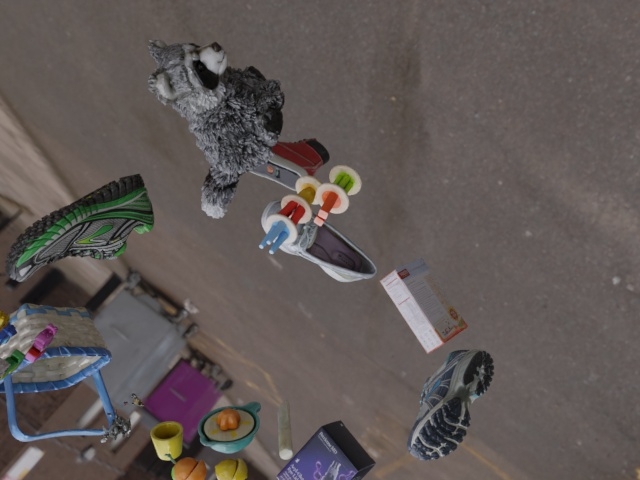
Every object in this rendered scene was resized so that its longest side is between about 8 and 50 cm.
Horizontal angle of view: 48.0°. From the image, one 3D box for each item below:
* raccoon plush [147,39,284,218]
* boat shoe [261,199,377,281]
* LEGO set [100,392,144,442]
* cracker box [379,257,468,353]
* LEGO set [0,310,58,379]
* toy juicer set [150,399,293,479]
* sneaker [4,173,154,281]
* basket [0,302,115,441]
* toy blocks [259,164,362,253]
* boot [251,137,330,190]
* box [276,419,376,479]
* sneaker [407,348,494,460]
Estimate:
[{"bbox_3d":[-0.274,-0.230,1.585,0.299,0.446,0.216,9,-151,-29],"label":"raccoon plush"},{"bbox_3d":[0.000,0.003,1.724,0.320,0.118,0.103,37,158,-29],"label":"boat shoe"},{"bbox_3d":[-0.294,0.270,1.076,0.023,0.083,0.054,10,157,40],"label":"LEGO set"},{"bbox_3d":[0.279,0.170,1.930,0.067,0.155,0.232,-40,77,35],"label":"cracker box"},{"bbox_3d":[-0.522,0.166,1.199,0.087,0.093,0.227,35,-171,-3],"label":"LEGO set"},{"bbox_3d":[-0.182,0.420,1.536,0.209,0.329,0.090,-142,46,-57],"label":"toy juicer set"},{"bbox_3d":[-0.472,-0.009,1.456,0.134,0.343,0.146,-7,113,48],"label":"sneaker"},{"bbox_3d":[-0.581,0.293,1.578,0.254,0.201,0.289,19,-141,-56],"label":"basket"},{"bbox_3d":[-0.018,-0.041,1.040,0.123,0.148,0.054,-13,120,39],"label":"toy blocks"},{"bbox_3d":[-0.105,-0.240,1.888,0.244,0.176,0.088,29,136,10],"label":"boot"},{"bbox_3d":[0.014,0.598,1.874,0.153,0.207,0.108,46,-162,25],"label":"box"},{"bbox_3d":[0.276,0.364,1.608,0.110,0.283,0.122,49,157,-22],"label":"sneaker"}]
